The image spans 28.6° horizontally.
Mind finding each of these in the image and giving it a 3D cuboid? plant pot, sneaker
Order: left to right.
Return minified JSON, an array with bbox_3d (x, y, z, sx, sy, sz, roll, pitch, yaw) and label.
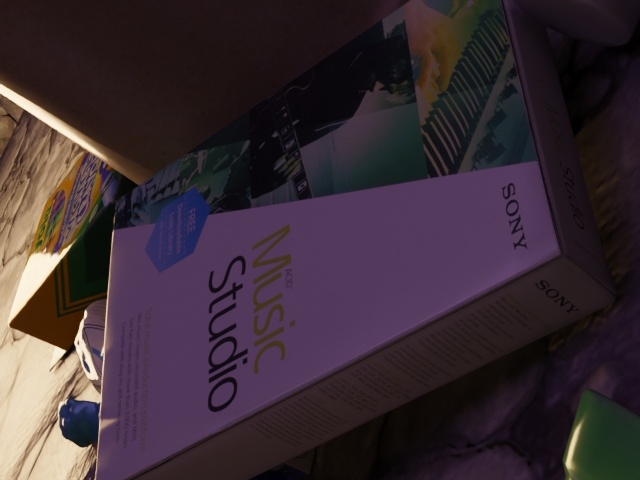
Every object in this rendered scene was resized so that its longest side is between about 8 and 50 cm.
[{"bbox_3d":[-0.155,0.114,1.086,0.237,0.085,0.086,-154,64,-65],"label":"sneaker"},{"bbox_3d":[-0.096,-0.167,0.946,0.334,0.305,0.334,-49,25,33],"label":"plant pot"}]

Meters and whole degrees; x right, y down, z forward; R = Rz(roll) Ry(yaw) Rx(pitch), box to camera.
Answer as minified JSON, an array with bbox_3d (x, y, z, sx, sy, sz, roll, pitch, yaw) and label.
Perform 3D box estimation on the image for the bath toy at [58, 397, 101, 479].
[{"bbox_3d":[-0.184,0.282,0.880,0.151,0.129,0.348,85,-163,-60],"label":"bath toy"}]

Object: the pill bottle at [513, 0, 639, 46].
[{"bbox_3d":[0.166,-0.194,0.666,0.169,0.094,0.094,-65,22,-4],"label":"pill bottle"}]

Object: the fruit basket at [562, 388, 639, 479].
[{"bbox_3d":[0.209,0.056,0.268,0.353,0.165,0.327,-49,21,-5],"label":"fruit basket"}]

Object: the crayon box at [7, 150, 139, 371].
[{"bbox_3d":[-0.259,-0.015,1.446,0.323,0.083,0.203,-44,28,41],"label":"crayon box"}]

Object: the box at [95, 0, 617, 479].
[{"bbox_3d":[0.000,0.000,0.729,0.322,0.058,0.232,-30,44,27],"label":"box"}]

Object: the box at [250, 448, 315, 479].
[{"bbox_3d":[-0.036,0.093,0.817,0.028,0.081,0.136,-36,35,48],"label":"box"}]
